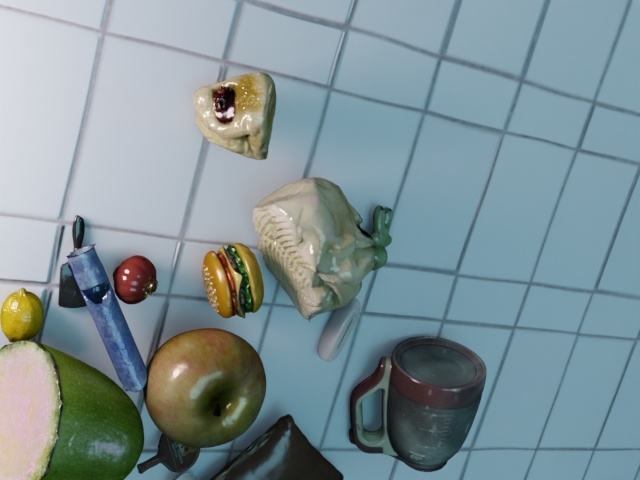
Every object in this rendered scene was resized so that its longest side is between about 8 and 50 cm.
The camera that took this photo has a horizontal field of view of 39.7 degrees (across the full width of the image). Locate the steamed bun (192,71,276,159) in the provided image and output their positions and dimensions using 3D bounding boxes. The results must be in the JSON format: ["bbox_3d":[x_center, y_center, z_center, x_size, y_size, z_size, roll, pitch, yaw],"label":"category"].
[{"bbox_3d":[-0.169,-0.248,1.725,0.155,0.172,0.141,7,70,0],"label":"steamed bun"}]

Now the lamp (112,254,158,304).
[{"bbox_3d":[-0.370,0.079,1.773,0.101,0.090,0.101,17,90,-76],"label":"lamp"}]

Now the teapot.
[{"bbox_3d":[0.227,0.422,2.191,0.314,0.233,0.312,8,113,-1],"label":"teapot"}]

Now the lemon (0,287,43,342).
[{"bbox_3d":[-0.569,0.141,1.693,0.082,0.082,0.111,5,107,-31],"label":"lemon"}]

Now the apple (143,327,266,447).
[{"bbox_3d":[-0.244,0.297,1.847,0.256,0.234,0.257,-9,112,-24],"label":"apple"}]

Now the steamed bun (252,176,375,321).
[{"bbox_3d":[0.000,0.000,1.861,0.206,0.275,0.320,-35,159,-26],"label":"steamed bun"}]

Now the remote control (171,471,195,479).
[{"bbox_3d":[-0.316,0.625,2.054,0.073,0.044,0.229,-35,134,-41],"label":"remote control"}]

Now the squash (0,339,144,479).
[{"bbox_3d":[-0.470,0.358,1.729,0.309,0.310,0.310,16,101,-47],"label":"squash"}]

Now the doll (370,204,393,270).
[{"bbox_3d":[0.127,-0.006,2.041,0.115,0.077,0.150,8,96,-70],"label":"doll"}]

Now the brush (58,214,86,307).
[{"bbox_3d":[-0.479,0.042,1.743,0.063,0.016,0.193,-1,110,-29],"label":"brush"}]

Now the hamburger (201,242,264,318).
[{"bbox_3d":[-0.182,0.085,1.847,0.115,0.162,0.162,-15,116,-16],"label":"hamburger"}]

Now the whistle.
[{"bbox_3d":[-0.413,0.156,1.742,0.062,0.062,0.304,-24,107,-19],"label":"whistle"}]

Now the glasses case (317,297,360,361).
[{"bbox_3d":[0.043,0.206,2.073,0.041,0.063,0.164,23,97,-35],"label":"glasses case"}]

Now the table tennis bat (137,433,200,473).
[{"bbox_3d":[-0.367,0.476,1.988,0.170,0.119,0.108,-21,94,-46],"label":"table tennis bat"}]

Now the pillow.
[{"bbox_3d":[-0.119,0.597,2.115,0.308,0.108,0.305,-40,128,-8],"label":"pillow"}]
